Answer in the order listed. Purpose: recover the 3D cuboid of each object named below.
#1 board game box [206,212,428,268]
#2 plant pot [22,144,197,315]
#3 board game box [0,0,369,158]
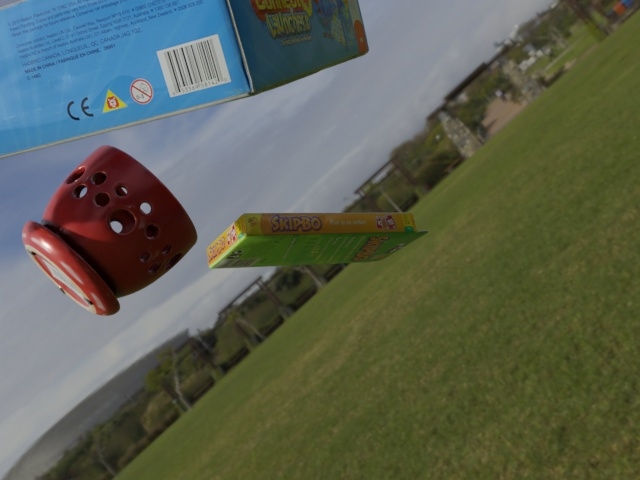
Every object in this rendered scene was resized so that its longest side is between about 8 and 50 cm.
[{"bbox_3d":[0.000,0.000,0.942,0.259,0.039,0.124,1,-20,-29],"label":"board game box"},{"bbox_3d":[-0.294,-0.007,1.025,0.174,0.191,0.191,-47,2,-24],"label":"plant pot"},{"bbox_3d":[-0.146,-0.139,0.581,0.308,0.086,0.302,-10,15,19],"label":"board game box"}]
